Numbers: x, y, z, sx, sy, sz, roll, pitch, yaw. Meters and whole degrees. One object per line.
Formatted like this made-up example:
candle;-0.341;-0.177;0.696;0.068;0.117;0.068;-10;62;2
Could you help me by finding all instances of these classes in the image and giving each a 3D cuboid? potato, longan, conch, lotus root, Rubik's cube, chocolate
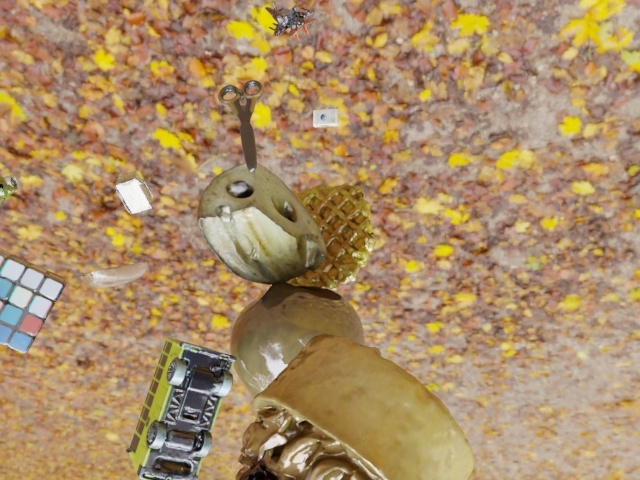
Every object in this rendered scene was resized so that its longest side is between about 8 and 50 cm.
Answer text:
potato;-0.561;-0.146;1.927;0.086;0.061;0.122;-18;129;1
longan;-0.052;0.233;1.430;0.319;0.318;0.319;3;146;2
conch;-0.621;-0.108;1.171;0.121;0.089;0.074;11;134;-16
lotus root;-0.135;-0.035;1.420;0.210;0.142;0.314;-24;138;11
Rubik's cube;-0.599;0.110;1.230;0.155;0.151;0.154;31;168;-19
chocolate;-0.330;0.057;1.037;0.101;0.031;0.064;-11;172;-43

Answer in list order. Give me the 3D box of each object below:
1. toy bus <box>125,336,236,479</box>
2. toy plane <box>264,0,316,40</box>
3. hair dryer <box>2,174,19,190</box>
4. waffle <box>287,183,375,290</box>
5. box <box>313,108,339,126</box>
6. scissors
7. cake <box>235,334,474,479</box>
toy bus;-0.279;0.334;1.268;0.128;0.262;0.150;22;170;-29
toy plane;-0.096;-0.583;1.660;0.130;0.189;0.061;-38;147;-12
hair dryer;-0.818;-0.184;1.521;0.155;0.183;0.044;-15;179;0
waffle;0.000;0.000;1.636;0.302;0.324;0.068;-8;155;24
box;0.018;-0.405;2.112;0.083;0.054;0.024;-1;175;16
scissors;-0.136;-0.209;1.165;0.088;0.220;0.017;-12;146;0
cake;0.007;0.345;0.903;0.332;0.321;0.332;32;151;20
